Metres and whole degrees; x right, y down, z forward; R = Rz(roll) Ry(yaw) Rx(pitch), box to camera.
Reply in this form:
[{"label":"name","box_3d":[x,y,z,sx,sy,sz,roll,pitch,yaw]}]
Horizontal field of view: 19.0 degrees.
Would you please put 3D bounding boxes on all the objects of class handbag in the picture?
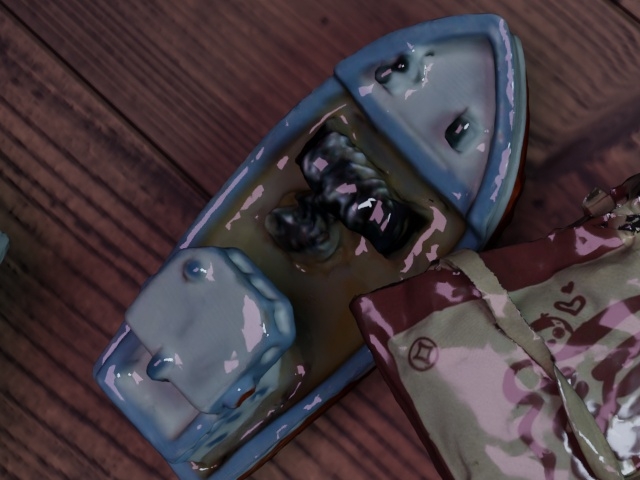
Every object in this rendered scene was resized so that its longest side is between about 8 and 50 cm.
[{"label":"handbag","box_3d":[0.155,0.096,1.030,0.213,0.127,0.235,-25,88,-1]}]

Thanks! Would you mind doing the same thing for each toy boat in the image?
[{"label":"toy boat","box_3d":[0.000,0.000,1.100,0.332,0.133,0.145,-47,72,13]}]

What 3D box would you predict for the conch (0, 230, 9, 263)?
[{"label":"conch","box_3d":[-0.350,0.077,1.201,0.319,0.215,0.303,-34,80,-15]}]
